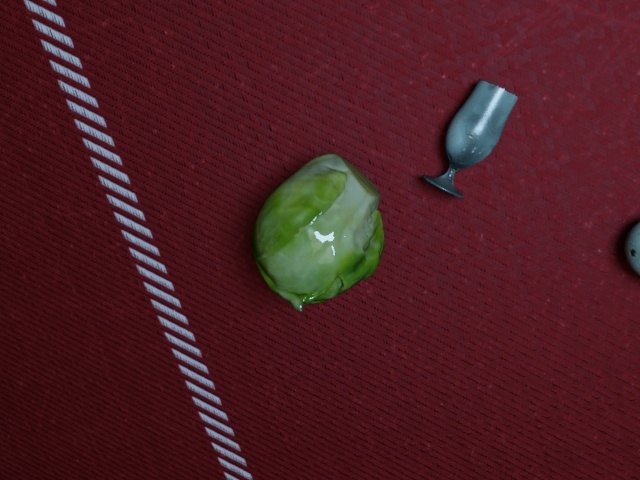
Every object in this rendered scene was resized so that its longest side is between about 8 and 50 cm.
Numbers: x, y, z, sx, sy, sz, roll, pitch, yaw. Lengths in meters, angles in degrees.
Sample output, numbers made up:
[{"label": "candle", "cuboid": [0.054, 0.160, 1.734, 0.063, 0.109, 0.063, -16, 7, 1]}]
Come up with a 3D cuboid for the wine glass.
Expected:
[{"label": "wine glass", "cuboid": [0.271, -0.184, 0.949, 0.093, 0.093, 0.202, 29, 106, 1]}]

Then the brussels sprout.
[{"label": "brussels sprout", "cuboid": [-0.001, -0.001, 0.950, 0.227, 0.259, 0.294, 34, 107, 6]}]

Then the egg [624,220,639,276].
[{"label": "egg", "cuboid": [0.626, 0.020, 0.927, 0.164, 0.131, 0.131, 19, 106, -7]}]
